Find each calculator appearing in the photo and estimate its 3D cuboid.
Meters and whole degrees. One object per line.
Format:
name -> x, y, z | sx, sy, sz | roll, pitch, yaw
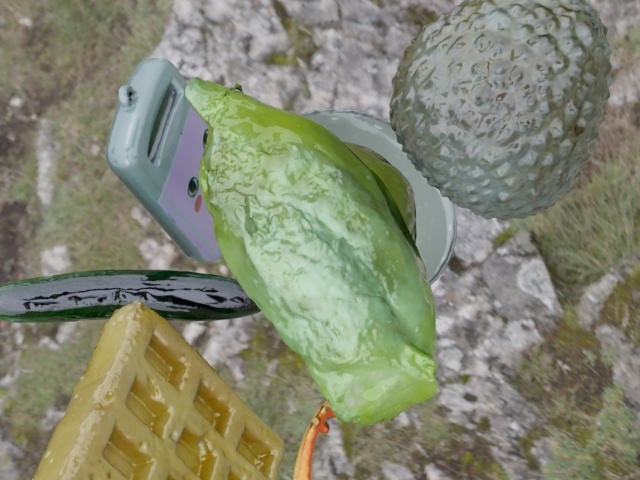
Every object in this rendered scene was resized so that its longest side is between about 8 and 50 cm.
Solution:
calculator -> -0.147, -0.080, 1.140 | 0.045, 0.246, 0.141 | -1, 57, 25

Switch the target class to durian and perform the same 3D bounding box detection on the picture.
durian -> 0.000, 0.000, 0.720 | 0.101, 0.139, 0.250 | -30, 73, 18

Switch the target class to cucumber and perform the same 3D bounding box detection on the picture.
cucumber -> -0.193, 0.056, 1.092 | 0.284, 0.056, 0.056 | -1, 72, -3

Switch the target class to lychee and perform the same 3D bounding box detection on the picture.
lychee -> 0.209, -0.155, 1.221 | 0.274, 0.255, 0.255 | -43, 60, 32

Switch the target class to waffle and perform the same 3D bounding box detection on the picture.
waffle -> -0.131, 0.206, 0.938 | 0.055, 0.221, 0.248 | -24, 32, 29

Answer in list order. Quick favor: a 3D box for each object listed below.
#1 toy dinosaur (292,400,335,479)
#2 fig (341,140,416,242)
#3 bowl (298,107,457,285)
toy dinosaur -> -0.023, 0.228, 0.642 | 0.117, 0.070, 0.288 | 18, 63, 30
fig -> 0.009, -0.008, 1.403 | 0.233, 0.314, 0.233 | 4, 107, 14
bowl -> 0.026, -0.023, 1.691 | 0.337, 0.157, 0.337 | 6, 66, -13
